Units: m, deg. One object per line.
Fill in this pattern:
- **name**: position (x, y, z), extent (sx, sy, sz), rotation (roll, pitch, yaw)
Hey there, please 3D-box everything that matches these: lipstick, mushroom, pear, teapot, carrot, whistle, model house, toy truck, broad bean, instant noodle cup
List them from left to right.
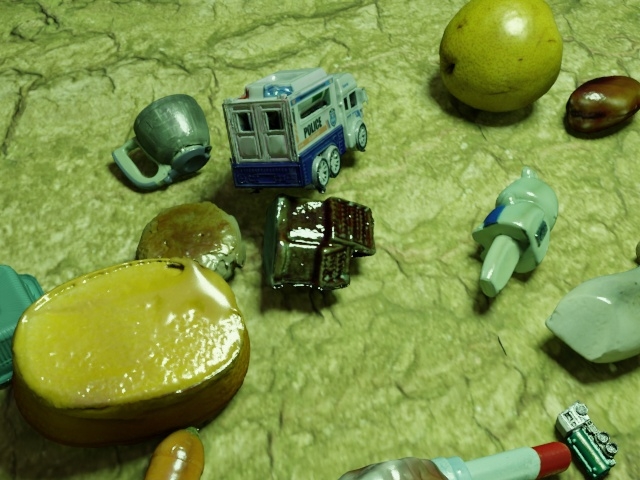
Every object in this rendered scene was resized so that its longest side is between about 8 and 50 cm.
- **instant noodle cup**: position (-0.422, 0.107, 0.839), extent (0.179, 0.070, 0.157), rotation (-27, 55, -23)
- **carrot**: position (-0.188, 0.309, 0.690), extent (0.066, 0.062, 0.271), rotation (37, 53, -15)
- **teapot**: position (-0.234, -0.149, 1.049), extent (0.149, 0.111, 0.108), rotation (-22, 68, -28)
- **toy truck**: position (-0.025, -0.175, 1.000), extent (0.124, 0.155, 0.268), rotation (2, 25, 23)
- **model house**: position (0.000, 0.006, 0.943), extent (0.152, 0.106, 0.165), rotation (4, 62, -8)
- **lipstick**: position (0.151, 0.265, 0.744), extent (0.274, 0.068, 0.061), rotation (-7, 43, -19)
- **pear**: position (0.302, -0.321, 1.171), extent (0.208, 0.209, 0.209), rotation (2, 49, -2)
- **whistle**: position (0.276, -0.013, 0.974), extent (0.092, 0.110, 0.244), rotation (0, 40, 40)
- **toy truck**: position (0.311, 0.234, 0.801), extent (0.044, 0.039, 0.083), rotation (-27, 56, -8)
- **broad bean**: position (0.500, -0.245, 1.200), extent (0.114, 0.084, 0.165), rotation (32, 48, 28)
- **mushroom**: position (0.423, 0.077, 0.913), extent (0.270, 0.103, 0.118), rotation (-24, 60, -35)

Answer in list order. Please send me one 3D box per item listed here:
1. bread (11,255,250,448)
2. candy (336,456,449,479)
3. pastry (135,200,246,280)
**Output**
- **bread**: position (-0.214, 0.128, 0.784), extent (0.269, 0.143, 0.195), rotation (-12, 62, -19)
- **candy**: position (0.043, 0.301, 0.564), extent (0.214, 0.289, 0.157), rotation (-19, 46, -24)
- **pastry**: position (-0.176, 0.012, 0.928), extent (0.153, 0.081, 0.153), rotation (2, 53, -2)
